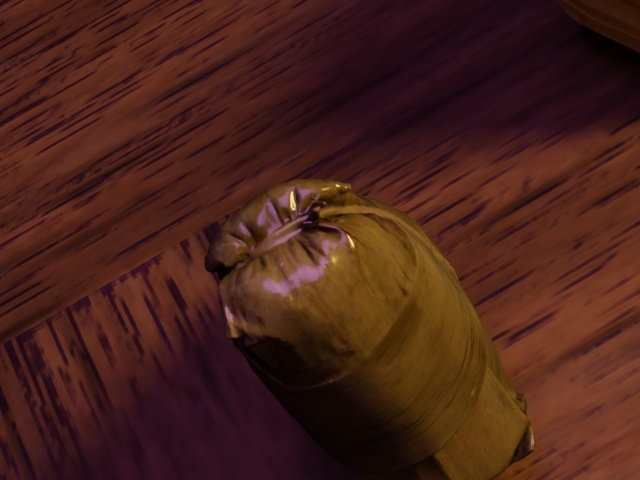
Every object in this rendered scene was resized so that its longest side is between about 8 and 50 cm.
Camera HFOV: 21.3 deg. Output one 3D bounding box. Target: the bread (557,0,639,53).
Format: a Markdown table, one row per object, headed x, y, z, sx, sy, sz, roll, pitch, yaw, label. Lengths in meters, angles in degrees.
| x | y | z | sx | sy | sz | roll | pitch | yaw | label |
| --- | --- | --- | --- | --- | --- | --- | --- | --- | --- |
| 0.192 | -0.207 | 0.719 | 0.119 | 0.152 | 0.288 | 21 | 62 | 41 | bread |

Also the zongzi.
| x | y | z | sx | sy | sz | roll | pitch | yaw | label |
| --- | --- | --- | --- | --- | --- | --- | --- | --- | --- |
| 0.000 | 0.000 | 0.624 | 0.078 | 0.160 | 0.176 | -28 | 48 | 6 | zongzi |
